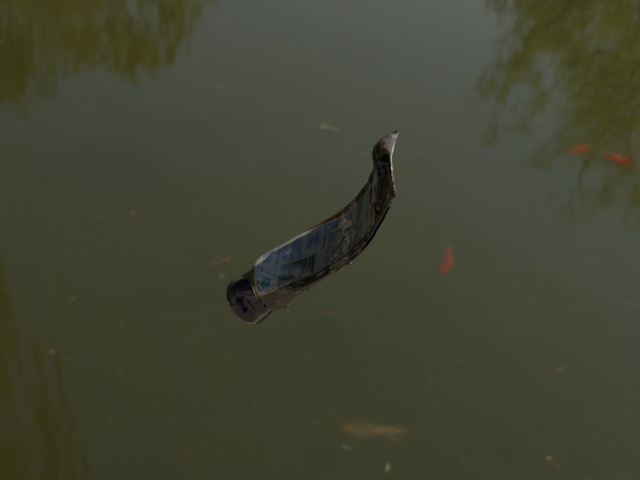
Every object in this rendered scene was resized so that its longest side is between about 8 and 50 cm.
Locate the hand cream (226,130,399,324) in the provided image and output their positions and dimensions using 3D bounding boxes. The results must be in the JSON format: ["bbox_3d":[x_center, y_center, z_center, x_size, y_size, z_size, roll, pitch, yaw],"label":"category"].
[{"bbox_3d":[0.000,0.000,0.613,0.039,0.163,0.062,35,39,-19],"label":"hand cream"}]
